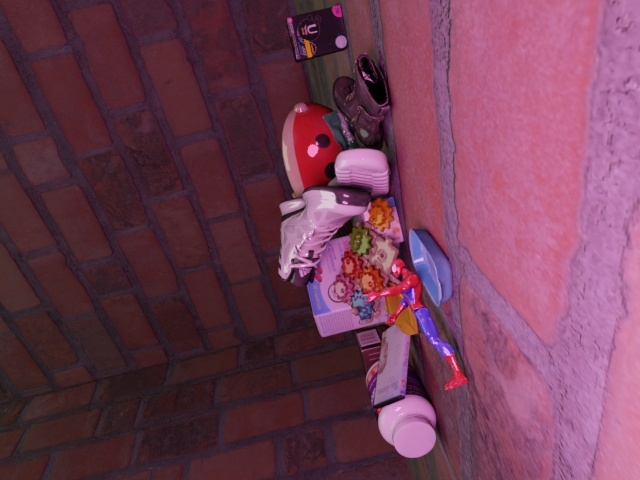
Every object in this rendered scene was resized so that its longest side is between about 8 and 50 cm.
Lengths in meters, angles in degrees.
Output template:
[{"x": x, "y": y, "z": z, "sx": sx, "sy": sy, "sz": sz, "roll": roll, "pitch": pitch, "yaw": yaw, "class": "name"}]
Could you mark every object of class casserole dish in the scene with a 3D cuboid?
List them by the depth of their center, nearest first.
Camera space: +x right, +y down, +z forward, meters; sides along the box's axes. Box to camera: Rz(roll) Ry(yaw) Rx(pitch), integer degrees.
[{"x": 0.222, "y": 0.047, "z": 0.869, "sx": 0.188, "sy": 0.037, "sz": 0.114, "roll": -103, "pitch": 0, "yaw": -60, "class": "casserole dish"}]

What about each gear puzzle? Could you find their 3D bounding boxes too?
[{"x": 0.121, "y": 0.050, "z": 1.138, "sx": 0.175, "sy": 0.044, "sz": 0.339, "roll": 40, "pitch": 125, "yaw": 39, "class": "gear puzzle"}]

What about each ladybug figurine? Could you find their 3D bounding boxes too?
[{"x": 0.036, "y": -0.249, "z": 1.415, "sx": 0.305, "sy": 0.161, "sz": 0.449, "roll": -57, "pitch": -45, "yaw": -26, "class": "ladybug figurine"}]

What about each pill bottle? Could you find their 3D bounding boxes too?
[{"x": 0.259, "y": 0.531, "z": 1.401, "sx": 0.323, "sy": 0.181, "sz": 0.182, "roll": -106, "pitch": 3, "yaw": -74, "class": "pill bottle"}]

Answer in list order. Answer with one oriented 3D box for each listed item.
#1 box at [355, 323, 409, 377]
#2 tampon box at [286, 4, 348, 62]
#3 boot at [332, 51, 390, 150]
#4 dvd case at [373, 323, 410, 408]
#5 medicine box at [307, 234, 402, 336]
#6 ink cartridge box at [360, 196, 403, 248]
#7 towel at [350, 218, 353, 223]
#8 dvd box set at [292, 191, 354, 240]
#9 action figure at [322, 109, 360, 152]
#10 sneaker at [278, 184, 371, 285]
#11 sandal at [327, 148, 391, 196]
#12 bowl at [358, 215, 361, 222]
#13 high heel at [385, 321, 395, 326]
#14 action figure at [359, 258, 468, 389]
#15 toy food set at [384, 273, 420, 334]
[{"x": 0.245, "y": 0.456, "z": 1.688, "sx": 0.168, "sy": 0.167, "sz": 0.203, "roll": -108, "pitch": 4, "yaw": -74, "class": "box"}, {"x": -0.011, "y": -0.620, "z": 1.307, "sx": 0.101, "sy": 0.161, "sz": 0.120, "roll": -107, "pitch": 2, "yaw": -70, "class": "tampon box"}, {"x": 0.101, "y": -0.356, "z": 1.034, "sx": 0.229, "sy": 0.091, "sz": 0.263, "roll": 80, "pitch": 166, "yaw": -69, "class": "boot"}, {"x": 0.220, "y": 0.374, "z": 1.328, "sx": 0.180, "sy": 0.022, "sz": 0.253, "roll": 124, "pitch": 163, "yaw": -55, "class": "dvd case"}, {"x": 0.105, "y": 0.128, "z": 1.374, "sx": 0.149, "sy": 0.289, "sz": 0.264, "roll": 75, "pitch": 180, "yaw": -52, "class": "medicine box"}, {"x": 0.169, "y": -0.038, "z": 1.202, "sx": 0.090, "sy": 0.092, "sz": 0.143, "roll": 167, "pitch": 89, "yaw": -88, "class": "ink cartridge box"}, {"x": 0.135, "y": -0.071, "z": 1.993, "sx": 0.243, "sy": 0.040, "sz": 0.336, "roll": 121, "pitch": 153, "yaw": -86, "class": "towel"}, {"x": 0.075, "y": -0.005, "z": 1.700, "sx": 0.307, "sy": 0.062, "sz": 0.420, "roll": 14, "pitch": -136, "yaw": -57, "class": "dvd box set"}, {"x": 0.110, "y": -0.271, "z": 1.243, "sx": 0.232, "sy": 0.137, "sz": 0.063, "roll": 68, "pitch": 169, "yaw": -16, "class": "action figure"}, {"x": 0.001, "y": 0.000, "z": 1.193, "sx": 0.447, "sy": 0.169, "sz": 0.258, "roll": 170, "pitch": 103, "yaw": -67, "class": "sneaker"}, {"x": 0.108, "y": -0.181, "z": 1.131, "sx": 0.416, "sy": 0.169, "sz": 0.102, "roll": 121, "pitch": 154, "yaw": -84, "class": "sandal"}, {"x": 0.182, "y": -0.045, "z": 1.619, "sx": 0.142, "sy": 0.053, "sz": 0.142, "roll": -108, "pitch": 3, "yaw": -77, "class": "bowl"}, {"x": 0.213, "y": 0.178, "z": 1.549, "sx": 0.186, "sy": 0.093, "sz": 0.261, "roll": 88, "pitch": 161, "yaw": -56, "class": "high heel"}, {"x": 0.183, "y": 0.177, "z": 0.903, "sx": 0.091, "sy": 0.139, "sz": 0.280, "roll": 49, "pitch": -160, "yaw": -71, "class": "action figure"}, {"x": 0.236, "y": 0.160, "z": 1.176, "sx": 0.128, "sy": 0.071, "sz": 0.218, "roll": 37, "pitch": 150, "yaw": 49, "class": "toy food set"}]
